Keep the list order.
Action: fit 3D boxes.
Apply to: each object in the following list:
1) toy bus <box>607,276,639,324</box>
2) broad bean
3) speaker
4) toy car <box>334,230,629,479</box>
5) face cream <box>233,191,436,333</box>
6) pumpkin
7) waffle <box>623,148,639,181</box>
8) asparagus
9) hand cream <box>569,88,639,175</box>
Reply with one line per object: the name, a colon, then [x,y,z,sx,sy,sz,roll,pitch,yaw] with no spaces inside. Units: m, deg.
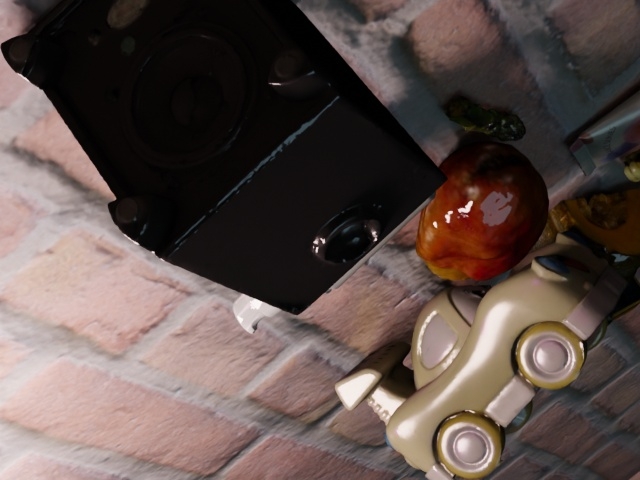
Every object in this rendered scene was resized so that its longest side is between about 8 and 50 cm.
toy bus: [0.308,0.123,2.000,0.336,0.121,0.123,-27,164,-19]
broad bean: [0.186,-0.024,1.600,0.156,0.122,0.228,-29,150,-20]
speaker: [-0.069,-0.093,1.044,0.184,0.232,0.254,-43,154,10]
toy car: [0.212,0.130,1.761,0.336,0.226,0.242,-53,170,19]
face cream: [0.000,0.000,1.434,0.252,0.101,0.101,-43,153,15]
pumpkin: [0.406,0.008,1.916,0.248,0.126,0.131,-14,148,-39]
waffle: [0.491,-0.134,1.791,0.204,0.054,0.223,-31,176,11]
asparagus: [0.189,-0.133,1.524,0.165,0.030,0.036,7,120,-54]
hand cream: [0.469,-0.194,1.732,0.341,0.077,0.124,-36,156,9]
